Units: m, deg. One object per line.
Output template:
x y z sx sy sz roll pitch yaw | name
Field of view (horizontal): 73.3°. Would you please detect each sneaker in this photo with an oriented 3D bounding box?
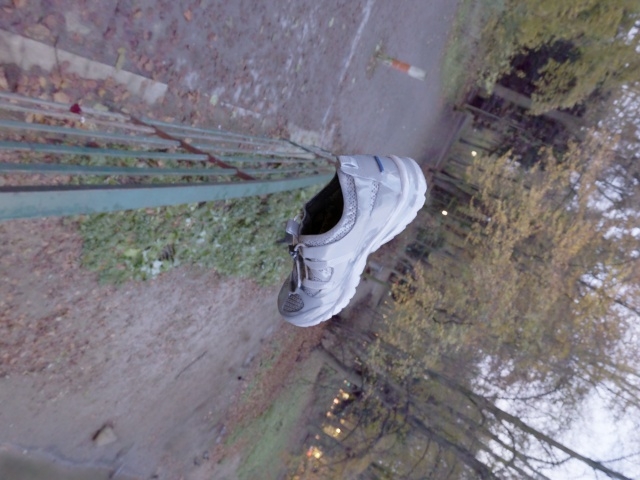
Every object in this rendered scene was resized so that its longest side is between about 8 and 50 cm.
0.000 0.000 0.527 0.281 0.115 0.105 -58 -145 34 | sneaker
